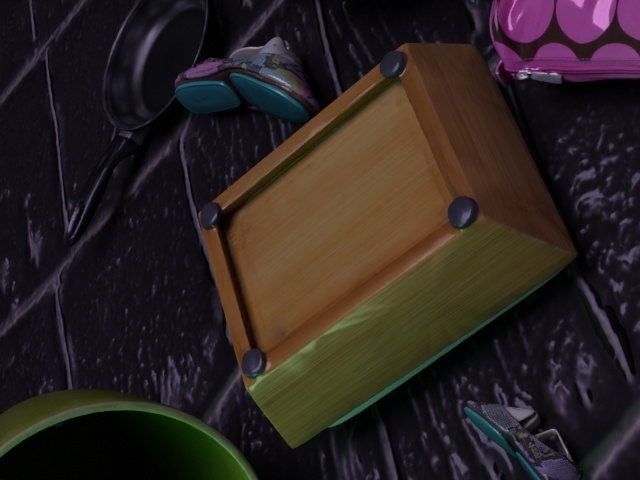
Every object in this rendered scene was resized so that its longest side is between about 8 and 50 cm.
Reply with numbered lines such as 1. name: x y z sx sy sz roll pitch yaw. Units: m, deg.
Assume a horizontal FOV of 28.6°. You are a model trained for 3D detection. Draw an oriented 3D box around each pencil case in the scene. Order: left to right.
1. pencil case: 0.225 -0.157 0.919 0.209 0.095 0.098 5 56 49

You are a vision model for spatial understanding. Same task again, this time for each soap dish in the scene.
1. soap dish: 0.037 -0.003 1.012 0.291 0.118 0.229 -37 50 24

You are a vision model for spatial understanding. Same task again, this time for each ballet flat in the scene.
1. ballet flat: -0.067 -0.168 1.288 0.221 0.077 0.079 9 58 51
2. ballet flat: 0.148 0.143 0.898 0.041 0.041 0.114 -58 39 10

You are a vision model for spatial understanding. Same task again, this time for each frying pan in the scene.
1. frying pan: -0.192 -0.155 1.433 0.197 0.053 0.326 -14 63 45

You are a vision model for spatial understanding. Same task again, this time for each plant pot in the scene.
1. plant pot: -0.216 0.241 1.117 0.274 0.275 0.293 -67 23 -1
